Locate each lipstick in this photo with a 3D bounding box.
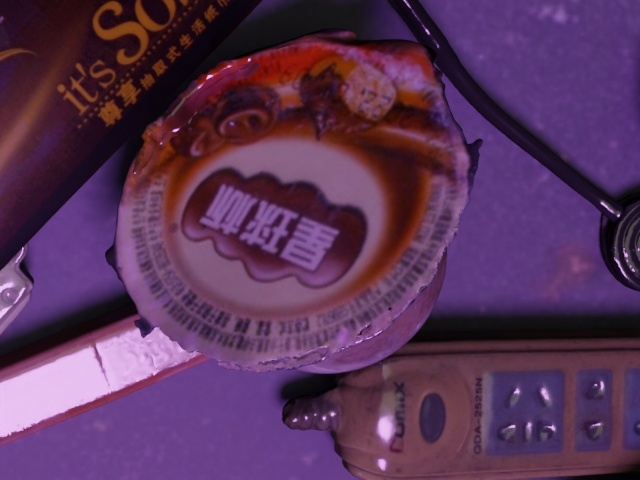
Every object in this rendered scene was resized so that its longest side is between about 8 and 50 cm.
[{"bbox_3d":[-0.134,0.072,0.773,0.145,0.045,0.045,-22,100,-12],"label":"lipstick"}]

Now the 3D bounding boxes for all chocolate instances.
[{"bbox_3d":[0.001,-0.006,0.745,0.221,0.147,0.221,-7,68,17],"label":"chocolate"}]

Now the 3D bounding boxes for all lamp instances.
[{"bbox_3d":[0.111,-0.087,0.782,0.130,0.108,0.371,-43,104,-9],"label":"lamp"}]

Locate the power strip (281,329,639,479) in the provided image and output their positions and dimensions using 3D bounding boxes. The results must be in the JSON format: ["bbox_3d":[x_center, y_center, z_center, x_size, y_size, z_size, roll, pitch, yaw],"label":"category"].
[{"bbox_3d":[0.165,0.105,0.841,0.387,0.066,0.092,0,94,-14],"label":"power strip"}]

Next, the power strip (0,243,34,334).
[{"bbox_3d":[-0.267,0.090,0.739,0.078,0.052,0.272,42,84,-14],"label":"power strip"}]

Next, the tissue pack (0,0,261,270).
[{"bbox_3d":[-0.227,-0.082,0.633,0.370,0.198,0.210,-49,116,-12],"label":"tissue pack"}]
